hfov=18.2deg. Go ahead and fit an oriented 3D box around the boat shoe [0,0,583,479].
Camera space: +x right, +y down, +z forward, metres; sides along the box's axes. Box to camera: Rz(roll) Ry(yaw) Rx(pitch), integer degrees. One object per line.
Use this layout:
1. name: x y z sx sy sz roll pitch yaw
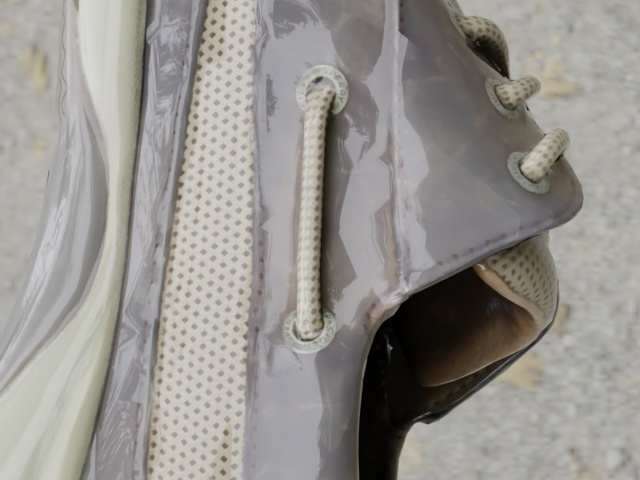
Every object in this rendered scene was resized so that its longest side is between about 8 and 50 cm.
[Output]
1. boat shoe: 0.000 0.000 0.504 0.130 0.132 0.355 10 77 10
